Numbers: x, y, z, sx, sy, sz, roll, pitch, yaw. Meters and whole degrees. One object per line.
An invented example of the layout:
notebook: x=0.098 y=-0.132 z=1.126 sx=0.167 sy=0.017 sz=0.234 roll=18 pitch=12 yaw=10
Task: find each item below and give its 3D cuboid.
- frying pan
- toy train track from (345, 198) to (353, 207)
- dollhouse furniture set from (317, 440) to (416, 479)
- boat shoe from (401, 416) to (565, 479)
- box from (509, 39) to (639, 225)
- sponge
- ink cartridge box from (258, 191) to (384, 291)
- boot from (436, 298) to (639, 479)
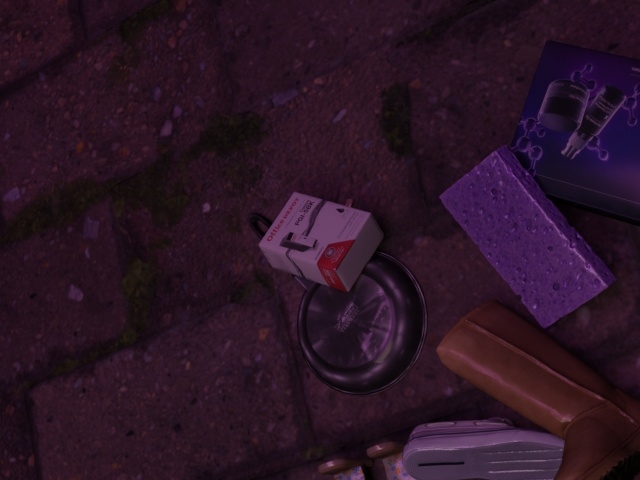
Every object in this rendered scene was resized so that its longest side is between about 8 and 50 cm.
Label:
frying pan: x=0.023 y=0.054 z=1.675 sx=0.197 sy=0.053 sz=0.326 roll=-32 pitch=69 yaw=21
toy train track: x=0.020 y=-0.035 z=1.708 sx=0.083 sy=0.014 sz=0.048 roll=3 pitch=83 yaw=32
dollhouse furniture set: x=0.028 y=0.384 z=1.539 sx=0.242 sy=0.161 sz=0.212 roll=-25 pitch=69 yaw=26
boat shoe: x=0.213 y=0.246 z=1.498 sx=0.226 sy=0.076 sz=0.083 roll=2 pitch=123 yaw=11
box: x=0.370 y=-0.115 z=1.459 sx=0.261 sy=0.103 sz=0.184 roll=19 pitch=94 yaw=33
sponge: x=0.246 y=-0.004 z=1.484 sx=0.210 sy=0.031 sz=0.117 roll=52 pitch=137 yaw=5
ink cartridge box: x=0.000 y=0.000 z=1.651 sx=0.135 sy=0.056 sz=0.099 roll=16 pitch=63 yaw=35
boot: x=0.242 y=0.193 z=1.422 sx=0.269 sy=0.236 sz=0.089 roll=34 pitch=125 yaw=29
